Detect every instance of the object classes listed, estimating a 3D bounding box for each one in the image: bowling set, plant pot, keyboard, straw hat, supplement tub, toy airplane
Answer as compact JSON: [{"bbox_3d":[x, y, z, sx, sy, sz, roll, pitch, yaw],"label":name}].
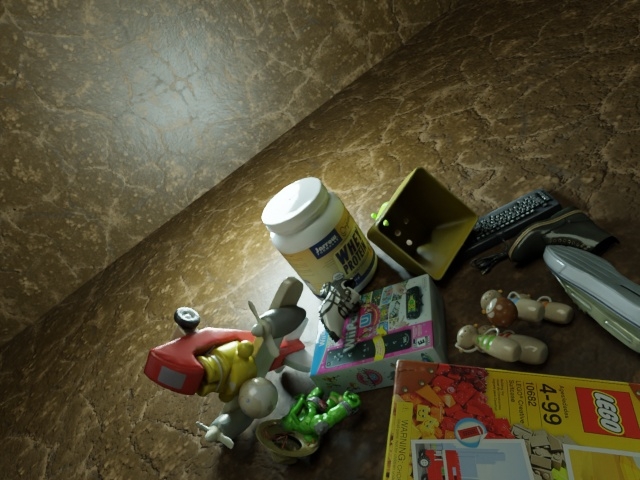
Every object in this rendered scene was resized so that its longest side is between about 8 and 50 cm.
[{"bbox_3d":[0.345,0.161,0.950,0.287,0.200,0.154,-45,30,-22],"label":"bowling set"},{"bbox_3d":[0.243,-0.033,1.292,0.212,0.212,0.187,-54,9,-16],"label":"plant pot"},{"bbox_3d":[0.456,-0.019,1.243,0.317,0.033,0.201,-30,31,13],"label":"keyboard"},{"bbox_3d":[-0.078,0.461,1.082,0.144,0.144,0.061,28,109,57],"label":"straw hat"},{"bbox_3d":[0.000,0.000,1.397,0.228,0.316,0.228,-26,32,18],"label":"supplement tub"},{"bbox_3d":[-0.157,0.300,1.139,0.384,0.386,0.272,-30,42,-10],"label":"toy airplane"}]

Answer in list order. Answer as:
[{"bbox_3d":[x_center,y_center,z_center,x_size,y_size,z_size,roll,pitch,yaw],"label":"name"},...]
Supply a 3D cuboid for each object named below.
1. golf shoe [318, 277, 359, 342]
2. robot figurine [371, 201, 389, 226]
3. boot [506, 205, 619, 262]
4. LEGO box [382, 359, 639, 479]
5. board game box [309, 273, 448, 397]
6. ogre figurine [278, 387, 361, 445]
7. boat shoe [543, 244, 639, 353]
[{"bbox_3d":[0.049,0.157,1.181,0.094,0.077,0.198,-25,32,18],"label":"golf shoe"},{"bbox_3d":[0.214,-0.075,1.531,0.101,0.067,0.115,-12,37,39],"label":"robot figurine"},{"bbox_3d":[0.535,0.011,1.085,0.198,0.077,0.137,-35,35,5],"label":"boot"},{"bbox_3d":[0.250,0.416,0.560,0.372,0.193,0.500,2,42,13],"label":"LEGO box"},{"bbox_3d":[0.139,0.229,1.158,0.303,0.097,0.224,-22,33,25],"label":"board game box"},{"bbox_3d":[-0.014,0.383,1.083,0.197,0.097,0.118,8,27,38],"label":"ogre figurine"},{"bbox_3d":[0.527,0.102,0.932,0.109,0.094,0.302,0,24,-12],"label":"boat shoe"}]
